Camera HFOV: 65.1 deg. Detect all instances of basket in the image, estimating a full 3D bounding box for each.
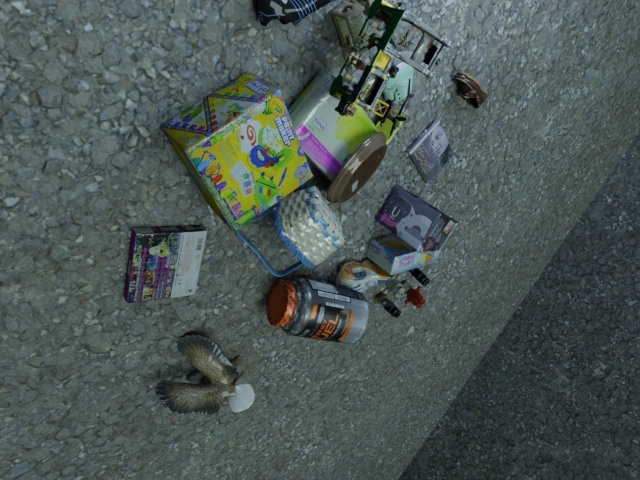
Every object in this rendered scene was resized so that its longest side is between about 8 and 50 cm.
[{"bbox_3d":[-0.086,-0.018,1.591,0.288,0.201,0.255,-28,129,11],"label":"basket"}]

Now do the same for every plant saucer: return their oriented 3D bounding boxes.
[{"bbox_3d":[0.124,-0.223,1.603,0.278,0.041,0.278,-47,169,-12],"label":"plant saucer"}]

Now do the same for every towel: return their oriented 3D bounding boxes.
[{"bbox_3d":[0.196,-0.336,1.701,0.102,0.021,0.237,17,114,-47],"label":"towel"}]

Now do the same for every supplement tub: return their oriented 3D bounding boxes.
[{"bbox_3d":[-0.011,0.253,1.817,0.337,0.207,0.207,15,110,-29],"label":"supplement tub"}]

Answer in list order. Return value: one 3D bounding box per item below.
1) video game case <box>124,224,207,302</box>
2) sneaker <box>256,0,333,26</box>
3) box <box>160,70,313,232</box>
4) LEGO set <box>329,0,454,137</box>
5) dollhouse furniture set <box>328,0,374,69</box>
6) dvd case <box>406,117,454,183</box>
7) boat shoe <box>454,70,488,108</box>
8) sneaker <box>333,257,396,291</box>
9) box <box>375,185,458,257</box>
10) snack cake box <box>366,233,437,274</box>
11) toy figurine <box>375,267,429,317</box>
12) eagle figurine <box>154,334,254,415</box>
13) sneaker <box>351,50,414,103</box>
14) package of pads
[{"bbox_3d":[-0.449,0.067,1.456,0.210,0.042,0.232,-5,123,-38],"label":"video game case"},{"bbox_3d":[-0.056,-0.599,1.271,0.232,0.081,0.091,-15,132,-23],"label":"sneaker"},{"bbox_3d":[-0.210,-0.233,1.333,0.279,0.177,0.290,-36,137,-14],"label":"box"},{"bbox_3d":[0.190,-0.447,1.305,0.192,0.255,0.332,19,102,-28],"label":"LEGO set"},{"bbox_3d":[0.139,-0.596,1.415,0.161,0.101,0.182,-40,138,-10],"label":"dollhouse furniture set"},{"bbox_3d":[0.424,-0.338,1.915,0.164,0.018,0.221,-47,138,-1],"label":"dvd case"},{"bbox_3d":[0.544,-0.543,1.821,0.207,0.073,0.073,17,106,-46],"label":"boat shoe"},{"bbox_3d":[0.174,0.150,2.023,0.296,0.112,0.131,1,135,-37],"label":"sneaker"},{"bbox_3d":[0.355,-0.072,1.882,0.142,0.247,0.163,18,107,-44],"label":"box"},{"bbox_3d":[0.338,0.040,2.026,0.264,0.152,0.089,-13,127,-34],"label":"snack cake box"},{"bbox_3d":[0.350,0.206,2.175,0.209,0.148,0.213,-21,134,-20],"label":"toy figurine"},{"bbox_3d":[-0.389,0.482,1.716,0.225,0.226,0.298,-29,144,8],"label":"eagle figurine"},{"bbox_3d":[0.196,-0.474,1.564,0.255,0.094,0.151,-28,138,-19],"label":"sneaker"},{"bbox_3d":[0.033,-0.338,1.520,0.229,0.101,0.296,-50,139,2],"label":"package of pads"}]
